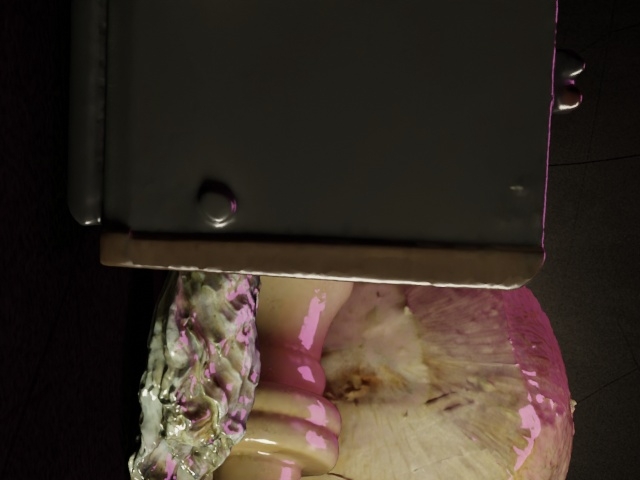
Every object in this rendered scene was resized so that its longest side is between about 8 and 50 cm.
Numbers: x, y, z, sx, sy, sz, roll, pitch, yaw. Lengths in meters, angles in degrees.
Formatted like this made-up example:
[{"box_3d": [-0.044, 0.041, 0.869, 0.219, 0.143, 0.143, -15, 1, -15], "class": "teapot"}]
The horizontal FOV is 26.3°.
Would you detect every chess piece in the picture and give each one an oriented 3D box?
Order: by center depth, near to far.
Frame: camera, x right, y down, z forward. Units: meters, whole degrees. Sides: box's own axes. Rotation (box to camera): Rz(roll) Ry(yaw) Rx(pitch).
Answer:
[{"box_3d": [-0.033, 0.115, 0.850, 0.117, 0.117, 0.397, 92, 4, -67], "class": "chess piece"}]

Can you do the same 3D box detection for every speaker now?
[{"box_3d": [0.003, -0.075, 0.594, 0.231, 0.192, 0.153, -91, -177, -82], "class": "speaker"}]

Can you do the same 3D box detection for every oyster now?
[{"box_3d": [-0.067, 0.068, 0.748, 0.125, 0.064, 0.177, -96, -164, -56], "class": "oyster"}]

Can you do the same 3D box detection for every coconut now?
[{"box_3d": [0.043, 0.130, 1.033, 0.254, 0.297, 0.297, 68, 20, -52], "class": "coconut"}]
